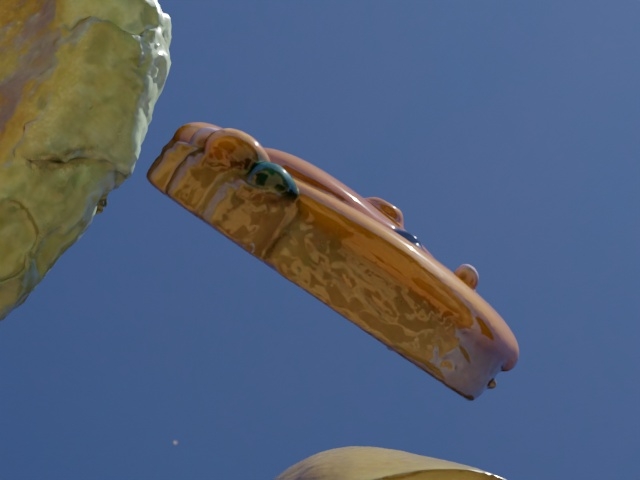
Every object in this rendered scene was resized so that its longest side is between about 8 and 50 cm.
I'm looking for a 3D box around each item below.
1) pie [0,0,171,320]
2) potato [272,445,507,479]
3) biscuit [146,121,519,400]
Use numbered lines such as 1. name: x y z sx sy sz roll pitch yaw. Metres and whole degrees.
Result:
1. pie: -0.211 -0.048 0.932 0.306 0.071 0.306 -14 -123 22
2. potato: 0.028 0.183 0.982 0.203 0.158 0.178 26 -90 -24
3. biscuit: 0.002 -0.003 0.768 0.170 0.170 0.050 34 -92 0
